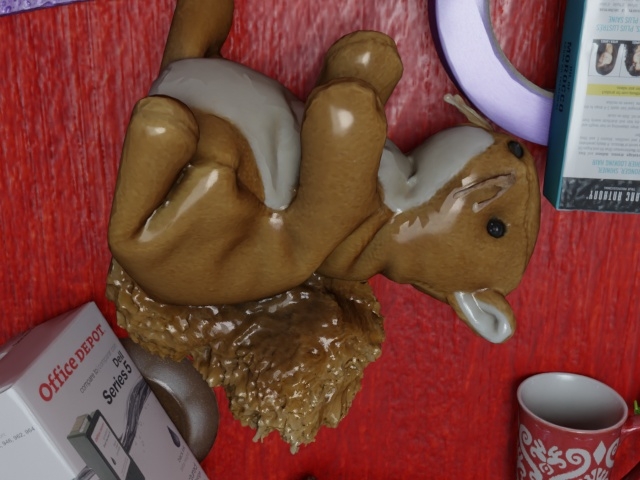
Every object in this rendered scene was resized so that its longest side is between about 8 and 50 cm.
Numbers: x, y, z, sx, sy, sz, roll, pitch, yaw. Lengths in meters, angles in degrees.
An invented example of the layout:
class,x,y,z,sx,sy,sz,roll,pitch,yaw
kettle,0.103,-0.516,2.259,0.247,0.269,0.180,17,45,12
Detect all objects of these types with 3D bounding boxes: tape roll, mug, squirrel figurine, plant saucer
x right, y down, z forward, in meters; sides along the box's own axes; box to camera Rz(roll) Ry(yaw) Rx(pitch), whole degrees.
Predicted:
class,x,y,z,sx,sy,sz,roll,pitch,yaw
tape roll,0.239,-0.226,0.669,0.275,0.090,0.274,1,108,3
mug,0.283,0.251,0.797,0.150,0.113,0.169,13,114,30
squirrel figurine,0.000,0.000,0.697,0.371,0.281,0.397,14,122,-12
plant saucer,-0.220,0.212,0.859,0.199,0.036,0.198,1,108,3

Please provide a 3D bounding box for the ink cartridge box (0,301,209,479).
class,x,y,z,sx,sy,sz,roll,pitch,yaw
ink cartridge box,-0.238,0.228,0.741,0.115,0.198,0.272,-26,105,11

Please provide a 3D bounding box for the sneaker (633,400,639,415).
class,x,y,z,sx,sy,sz,roll,pitch,yaw
sneaker,0.464,0.201,0.809,0.235,0.084,0.097,19,131,-2

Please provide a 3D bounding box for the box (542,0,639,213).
class,x,y,z,sx,sy,sz,roll,pitch,yaw
box,0.257,-0.147,0.614,0.101,0.060,0.244,3,107,3

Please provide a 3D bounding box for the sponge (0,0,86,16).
class,x,y,z,sx,sy,sz,roll,pitch,yaw
sponge,-0.295,-0.284,0.711,0.210,0.031,0.117,-9,106,6

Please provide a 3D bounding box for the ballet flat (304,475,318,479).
class,x,y,z,sx,sy,sz,roll,pitch,yaw
ballet flat,0.171,0.409,0.849,0.483,0.164,0.182,25,87,-3
